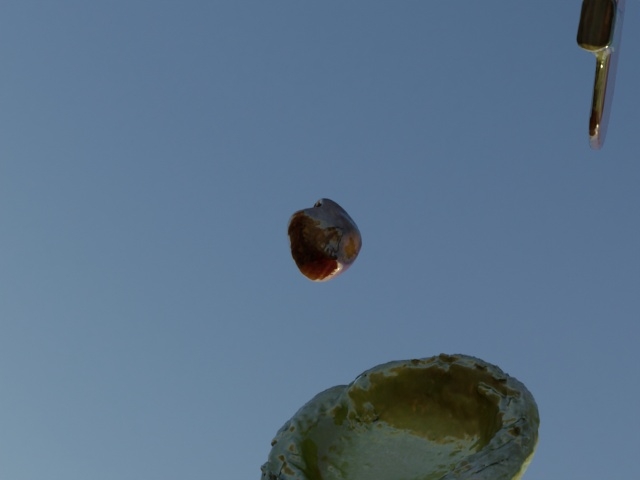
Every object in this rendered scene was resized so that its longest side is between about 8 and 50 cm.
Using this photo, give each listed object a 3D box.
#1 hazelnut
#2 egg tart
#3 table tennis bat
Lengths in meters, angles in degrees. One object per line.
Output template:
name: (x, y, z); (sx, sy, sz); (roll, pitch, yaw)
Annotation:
hazelnut: (0.000, 0.000, 1.456); (0.086, 0.086, 0.086); (35, -38, 33)
egg tart: (0.059, 0.154, 0.961); (0.197, 0.197, 0.078); (12, -49, 50)
table tennis bat: (0.188, -0.135, 0.940); (0.021, 0.274, 0.154); (8, -83, 13)
